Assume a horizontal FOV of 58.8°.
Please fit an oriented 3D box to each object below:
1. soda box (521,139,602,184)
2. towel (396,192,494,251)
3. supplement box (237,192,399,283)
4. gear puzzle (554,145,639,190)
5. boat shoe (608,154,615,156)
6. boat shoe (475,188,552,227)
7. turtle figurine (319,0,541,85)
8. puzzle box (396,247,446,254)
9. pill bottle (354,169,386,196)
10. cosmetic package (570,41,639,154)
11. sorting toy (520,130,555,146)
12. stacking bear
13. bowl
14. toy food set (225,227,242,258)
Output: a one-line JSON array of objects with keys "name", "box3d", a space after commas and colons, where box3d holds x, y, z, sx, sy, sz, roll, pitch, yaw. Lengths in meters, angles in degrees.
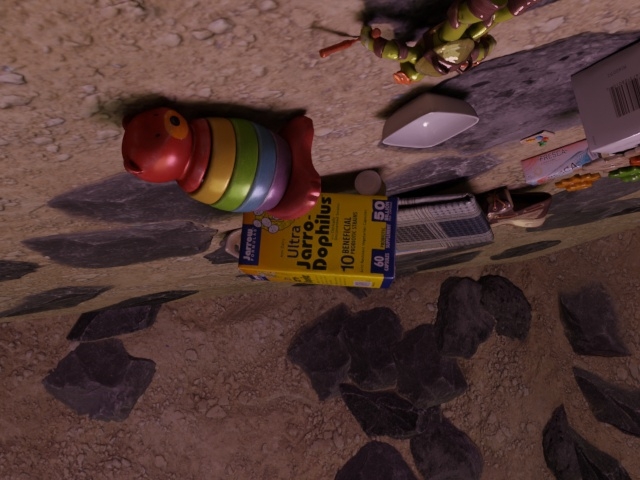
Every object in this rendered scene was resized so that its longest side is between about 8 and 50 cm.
[{"name": "soda box", "box3d": [0.613, -0.199, 1.448, 0.183, 0.062, 0.058, -18, 167, 35]}, {"name": "towel", "box3d": [0.326, -0.052, 1.687, 0.324, 0.056, 0.312, -7, 157, 26]}, {"name": "supplement box", "box3d": [0.000, 0.000, 1.369, 0.357, 0.194, 0.195, 3, 168, 4]}, {"name": "gear puzzle", "box3d": [0.588, -0.134, 1.047, 0.176, 0.044, 0.339, -2, 172, -36]}, {"name": "boat shoe", "box3d": [0.792, -0.225, 1.341, 0.233, 0.079, 0.084, -19, -179, -10]}, {"name": "boat shoe", "box3d": [0.551, -0.112, 1.756, 0.342, 0.123, 0.123, 2, 136, -8]}, {"name": "turtle figurine", "box3d": [0.152, -0.254, 0.716, 0.270, 0.087, 0.217, -4, 167, -28]}, {"name": "puzzle box", "box3d": [0.273, -0.022, 1.909, 0.409, 0.052, 0.272, -8, 156, -10]}, {"name": "pill bottle", "box3d": [0.124, -0.126, 1.374, 0.065, 0.065, 0.116, -13, 168, 13]}, {"name": "cosmetic package", "box3d": [0.653, -0.245, 1.028, 0.366, 0.155, 0.197, -2, 167, -37]}, {"name": "sorting toy", "box3d": [0.511, -0.233, 1.319, 0.083, 0.012, 0.062, 1, 164, -42]}, {"name": "stacking bear", "box3d": [-0.167, -0.130, 0.906, 0.289, 0.175, 0.164, 9, 152, -34]}, {"name": "bowl", "box3d": [0.191, -0.217, 1.018, 0.142, 0.053, 0.142, -2, 165, -36]}, {"name": "toy food set", "box3d": [-0.119, 0.008, 1.742, 0.306, 0.092, 0.220, -12, 169, 5]}]
